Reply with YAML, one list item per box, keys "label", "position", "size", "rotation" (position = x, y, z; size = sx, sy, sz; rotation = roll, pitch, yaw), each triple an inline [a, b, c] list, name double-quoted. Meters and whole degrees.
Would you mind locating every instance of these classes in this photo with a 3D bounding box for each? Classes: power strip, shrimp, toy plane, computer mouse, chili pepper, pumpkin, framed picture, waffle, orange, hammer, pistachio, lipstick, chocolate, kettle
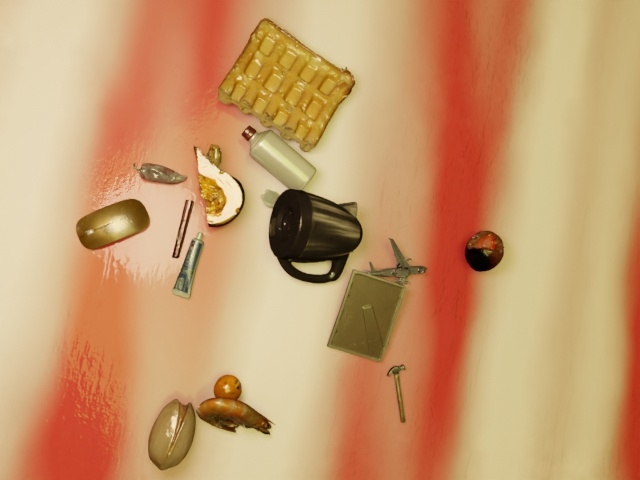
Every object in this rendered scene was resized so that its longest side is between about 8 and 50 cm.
- label: "power strip"
  position: [-0.144, -0.120, 1.602]
  size: [0.083, 0.035, 0.055]
  rotation: [40, 78, 5]
- label: "shrimp"
  position: [-0.243, 0.511, 1.496]
  size: [0.248, 0.150, 0.068]
  rotation: [30, 43, -25]
- label: "toy plane"
  position: [0.247, 0.100, 1.669]
  size: [0.225, 0.058, 0.226]
  rotation: [-1, 103, -14]
- label: "computer mouse"
  position: [-0.588, -0.047, 1.474]
  size: [0.198, 0.045, 0.102]
  rotation: [-23, 90, -15]
- label: "chili pepper"
  position: [-0.468, -0.194, 1.516]
  size: [0.153, 0.041, 0.050]
  rotation: [9, 105, -29]
- label: "pumpkin"
  position: [-0.291, -0.167, 1.516]
  size: [0.125, 0.131, 0.248]
  rotation: [-12, 94, -6]
- label: "framed picture"
  position: [0.147, 0.237, 1.628]
  size: [0.188, 0.023, 0.260]
  rotation: [17, 94, -13]
- label: "waffle"
  position: [-0.099, -0.474, 1.596]
  size: [0.348, 0.077, 0.304]
  rotation: [31, 72, -10]
- label: "orange"
  position: [-0.269, 0.429, 1.506]
  size: [0.083, 0.083, 0.084]
  rotation: [1, 86, -14]
- label: "hammer"
  position: [0.250, 0.492, 1.667]
  size: [0.062, 0.017, 0.182]
  rotation: [-7, 89, -14]
- label: "pistachio"
  position: [-0.409, 0.536, 1.442]
  size: [0.124, 0.124, 0.185]
  rotation: [16, 80, -13]
- label: "lipstick"
  position: [-0.405, -0.033, 1.529]
  size: [0.027, 0.027, 0.177]
  rotation: [14, 84, -13]
- label: "chocolate"
  position: [0.546, 0.030, 1.716]
  size: [0.133, 0.127, 0.124]
  rotation: [-32, 81, -27]
- label: "kettle"
  position: [0.008, -0.011, 1.546]
  size: [0.271, 0.207, 0.251]
  rotation: [8, 72, -31]

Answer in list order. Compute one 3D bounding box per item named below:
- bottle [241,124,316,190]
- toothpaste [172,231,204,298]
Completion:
- label: "bottle"
  position: [-0.133, -0.254, 1.572]
  size: [0.245, 0.104, 0.104]
  rotation: [39, 78, -9]
- label: "toothpaste"
  position: [-0.380, 0.069, 1.525]
  size: [0.057, 0.035, 0.197]
  rotation: [16, 84, 3]
